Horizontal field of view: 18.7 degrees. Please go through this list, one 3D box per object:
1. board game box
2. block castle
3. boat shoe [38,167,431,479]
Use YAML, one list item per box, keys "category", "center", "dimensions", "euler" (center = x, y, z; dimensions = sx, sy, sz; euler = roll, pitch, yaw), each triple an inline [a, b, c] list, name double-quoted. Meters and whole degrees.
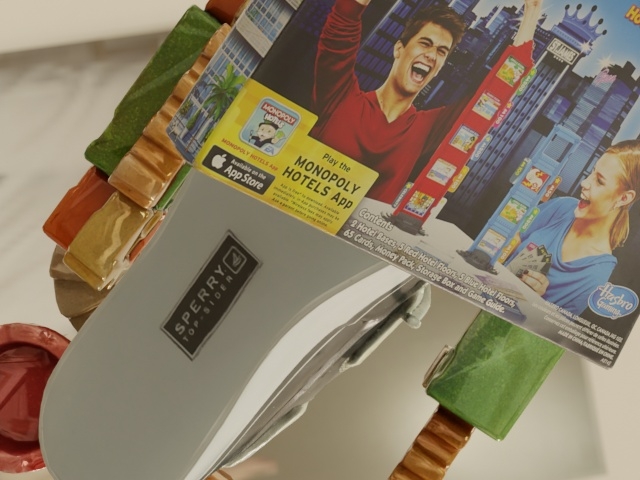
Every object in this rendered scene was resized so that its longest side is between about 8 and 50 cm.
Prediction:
- category: "board game box"
  center: [0.072, -0.078, 0.592]
  dimensions: [0.194, 0.194, 0.060]
  euler: [-55, -139, 10]
- category: "block castle"
  center: [0.021, -0.005, 1.118]
  dimensions: [0.453, 0.303, 0.213]
  euler: [-55, 178, 3]
- category: "boat shoe"
  center: [0.003, 0.003, 0.840]
  dimensions: [0.113, 0.306, 0.105]
  euler: [43, 22, 19]
